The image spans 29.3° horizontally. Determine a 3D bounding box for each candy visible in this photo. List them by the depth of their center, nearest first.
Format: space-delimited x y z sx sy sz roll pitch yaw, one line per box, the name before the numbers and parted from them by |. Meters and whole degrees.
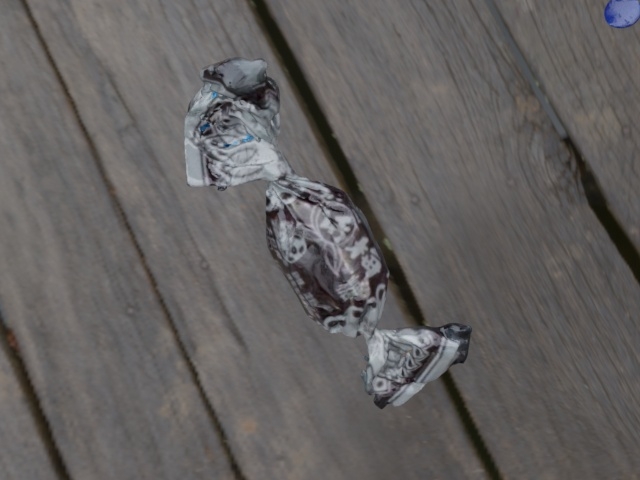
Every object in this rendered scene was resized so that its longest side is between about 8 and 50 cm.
candy | 0.000 0.000 0.671 0.094 0.051 0.226 -19 112 43

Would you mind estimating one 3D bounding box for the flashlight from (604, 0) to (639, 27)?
flashlight | 0.154 -0.177 0.694 0.057 0.035 0.121 -47 65 25
